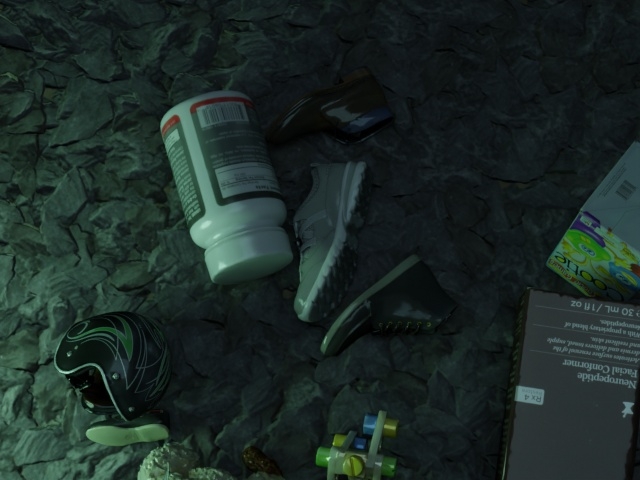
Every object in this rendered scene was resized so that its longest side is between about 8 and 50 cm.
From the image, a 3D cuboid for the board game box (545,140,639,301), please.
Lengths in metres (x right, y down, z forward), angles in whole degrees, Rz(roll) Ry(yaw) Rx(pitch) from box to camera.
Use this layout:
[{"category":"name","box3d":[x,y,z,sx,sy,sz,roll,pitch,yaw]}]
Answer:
[{"category":"board game box","box3d":[0.464,-0.010,1.741,0.142,0.275,0.144,38,77,11]}]

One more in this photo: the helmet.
[{"category":"helmet","box3d":[-0.307,0.192,1.749,0.161,0.169,0.169,3,72,21]}]

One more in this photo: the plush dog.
[{"category":"plush dog","box3d":[-0.129,0.415,1.683,0.225,0.210,0.263,-2,73,-28]}]

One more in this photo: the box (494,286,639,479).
[{"category":"box","box3d":[0.370,0.272,1.703,0.191,0.143,0.382,7,82,6]}]

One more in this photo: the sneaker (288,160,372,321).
[{"category":"sneaker","box3d":[0.000,0.000,1.853,0.115,0.105,0.281,9,67,21]}]

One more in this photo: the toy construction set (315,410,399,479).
[{"category":"toy construction set","box3d":[0.023,0.402,1.626,0.151,0.327,0.215,15,114,24]}]

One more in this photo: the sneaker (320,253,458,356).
[{"category":"sneaker","box3d":[0.110,0.131,1.804,0.222,0.083,0.118,-41,77,-12]}]

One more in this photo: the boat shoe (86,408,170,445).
[{"category":"boat shoe","box3d":[-0.300,0.292,1.784,0.133,0.049,0.042,-7,45,6]}]

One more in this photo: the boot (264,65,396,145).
[{"category":"boot","box3d":[0.020,-0.199,1.907,0.219,0.082,0.106,-33,73,-11]}]

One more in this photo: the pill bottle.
[{"category":"pill bottle","box3d":[-0.147,-0.082,1.832,0.161,0.161,0.283,-16,74,-4]}]
